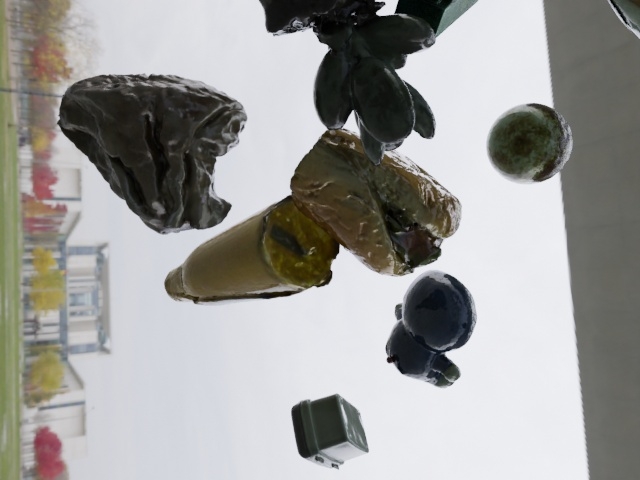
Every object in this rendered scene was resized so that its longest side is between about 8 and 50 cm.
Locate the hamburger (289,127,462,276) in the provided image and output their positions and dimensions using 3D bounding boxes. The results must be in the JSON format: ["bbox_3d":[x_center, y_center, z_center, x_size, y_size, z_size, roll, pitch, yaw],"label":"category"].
[{"bbox_3d":[0.107,-0.039,0.820,0.209,0.330,0.162,46,-74,25],"label":"hamburger"}]

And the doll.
[{"bbox_3d":[0.238,0.185,1.172,0.228,0.154,0.258,53,-53,43],"label":"doll"}]

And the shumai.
[{"bbox_3d":[-0.206,-0.098,0.662,0.184,0.218,0.185,-38,-129,51],"label":"shumai"}]

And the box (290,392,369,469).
[{"bbox_3d":[0.026,0.462,1.301,0.210,0.129,0.147,55,17,-54],"label":"box"}]

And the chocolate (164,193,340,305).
[{"bbox_3d":[-0.160,0.054,1.032,0.445,0.162,0.162,-21,-108,48],"label":"chocolate"}]

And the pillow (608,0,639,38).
[{"bbox_3d":[0.774,-0.444,1.139,0.312,0.310,0.119,57,-47,26],"label":"pillow"}]

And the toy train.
[{"bbox_3d":[0.140,-0.284,0.588,0.070,0.172,0.099,32,-40,14],"label":"toy train"}]

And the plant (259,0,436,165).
[{"bbox_3d":[0.032,-0.217,0.558,0.149,0.146,0.274,-24,-86,20],"label":"plant"}]

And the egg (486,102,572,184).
[{"bbox_3d":[0.626,-0.285,1.607,0.238,0.290,0.238,3,-85,38],"label":"egg"}]
